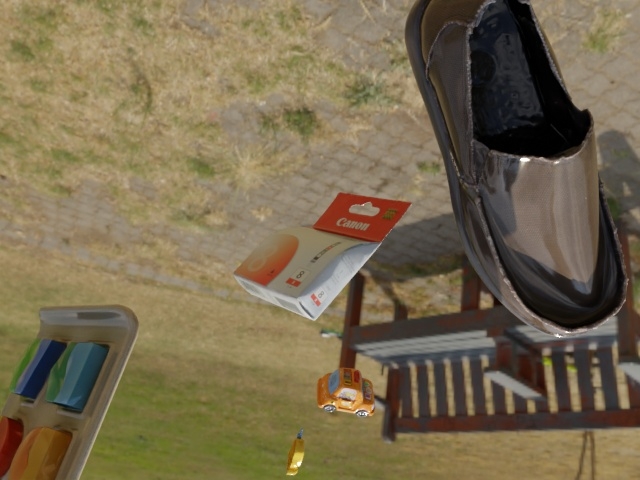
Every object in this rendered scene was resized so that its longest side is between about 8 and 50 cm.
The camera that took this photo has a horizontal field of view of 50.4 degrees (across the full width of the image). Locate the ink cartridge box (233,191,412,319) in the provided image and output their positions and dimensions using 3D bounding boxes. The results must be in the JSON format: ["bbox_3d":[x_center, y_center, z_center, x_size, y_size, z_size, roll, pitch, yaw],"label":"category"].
[{"bbox_3d":[0.000,0.000,0.785,0.145,0.179,0.045,14,150,54],"label":"ink cartridge box"}]

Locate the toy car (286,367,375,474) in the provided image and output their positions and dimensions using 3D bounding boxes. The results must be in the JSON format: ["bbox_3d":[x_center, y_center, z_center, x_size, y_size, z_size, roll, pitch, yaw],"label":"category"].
[{"bbox_3d":[0.016,0.157,0.603,0.060,0.122,0.041,22,127,5],"label":"toy car"}]

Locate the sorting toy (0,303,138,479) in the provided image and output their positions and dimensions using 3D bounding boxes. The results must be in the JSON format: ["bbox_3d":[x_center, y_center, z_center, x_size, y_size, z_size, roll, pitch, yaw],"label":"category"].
[{"bbox_3d":[-0.253,0.157,0.613,0.192,0.208,0.038,-6,152,45],"label":"sorting toy"}]

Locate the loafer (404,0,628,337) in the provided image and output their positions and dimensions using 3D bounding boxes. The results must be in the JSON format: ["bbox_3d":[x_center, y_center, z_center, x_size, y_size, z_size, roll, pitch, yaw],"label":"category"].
[{"bbox_3d":[0.182,-0.061,0.613,0.133,0.366,0.130,-29,-167,-1],"label":"loafer"}]
